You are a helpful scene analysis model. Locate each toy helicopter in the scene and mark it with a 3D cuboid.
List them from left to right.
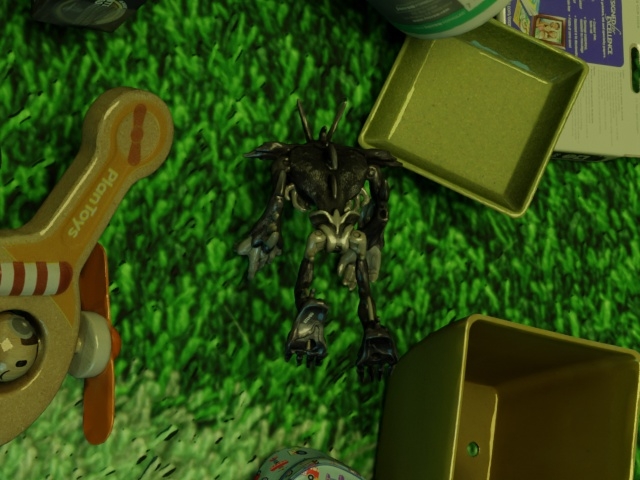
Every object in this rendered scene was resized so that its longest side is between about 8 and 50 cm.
[{"bbox_3d":[-0.231,0.028,1.277,0.235,0.140,0.355,39,79,-40],"label":"toy helicopter"}]

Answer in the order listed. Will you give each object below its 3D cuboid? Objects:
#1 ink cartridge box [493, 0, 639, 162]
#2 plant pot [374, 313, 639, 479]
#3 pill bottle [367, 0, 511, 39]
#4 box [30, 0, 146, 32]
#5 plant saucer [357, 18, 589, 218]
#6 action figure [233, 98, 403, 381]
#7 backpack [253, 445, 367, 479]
[{"bbox_3d":[0.279,-0.193,1.609,0.208,0.045,0.206,3,82,-23],"label":"ink cartridge box"},{"bbox_3d":[0.166,0.201,1.418,0.212,0.187,0.212,14,76,-27],"label":"plant pot"},{"bbox_3d":[0.042,-0.365,1.371,0.361,0.204,0.204,36,68,-40],"label":"pill bottle"},{"bbox_3d":[-0.163,-0.421,1.242,0.097,0.318,0.395,5,71,-34],"label":"box"},{"bbox_3d":[0.158,-0.137,1.512,0.188,0.045,0.188,25,78,3],"label":"plant saucer"},{"bbox_3d":[0.000,0.000,1.403,0.164,0.141,0.276,7,54,-17],"label":"action figure"},{"bbox_3d":[-0.002,0.286,1.371,0.158,0.117,0.173,31,68,-20],"label":"backpack"}]
